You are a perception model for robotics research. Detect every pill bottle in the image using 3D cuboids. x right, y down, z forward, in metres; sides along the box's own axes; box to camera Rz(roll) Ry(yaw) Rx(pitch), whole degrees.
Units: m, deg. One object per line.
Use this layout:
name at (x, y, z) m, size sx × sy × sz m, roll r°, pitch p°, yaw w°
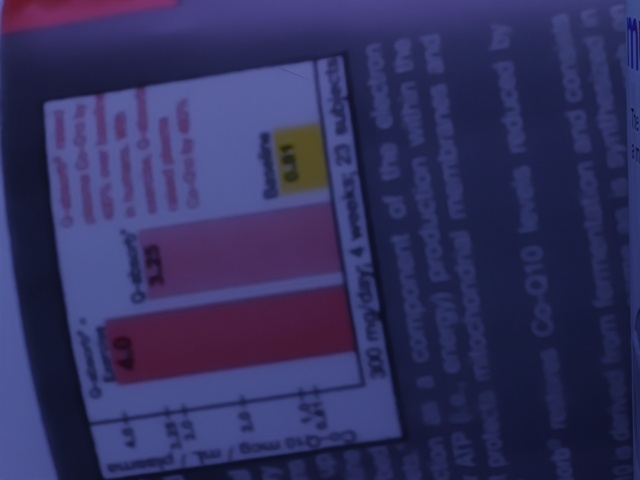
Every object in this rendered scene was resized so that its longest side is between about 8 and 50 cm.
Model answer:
pill bottle at (0.000, 0.000, 0.493) m, size 0.363 × 0.210 × 0.210 m, roll -9°, pitch 10°, yaw 4°

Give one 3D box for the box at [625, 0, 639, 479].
box at (0.196, 0.019, 0.320) m, size 0.262 × 0.231 × 0.127 m, roll -2°, pitch 10°, yaw 1°
